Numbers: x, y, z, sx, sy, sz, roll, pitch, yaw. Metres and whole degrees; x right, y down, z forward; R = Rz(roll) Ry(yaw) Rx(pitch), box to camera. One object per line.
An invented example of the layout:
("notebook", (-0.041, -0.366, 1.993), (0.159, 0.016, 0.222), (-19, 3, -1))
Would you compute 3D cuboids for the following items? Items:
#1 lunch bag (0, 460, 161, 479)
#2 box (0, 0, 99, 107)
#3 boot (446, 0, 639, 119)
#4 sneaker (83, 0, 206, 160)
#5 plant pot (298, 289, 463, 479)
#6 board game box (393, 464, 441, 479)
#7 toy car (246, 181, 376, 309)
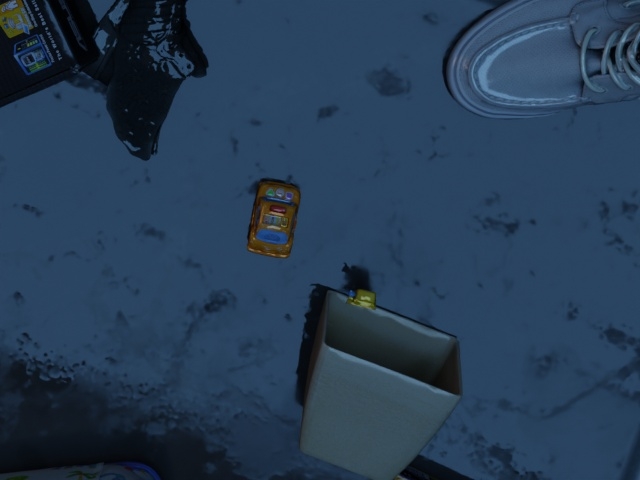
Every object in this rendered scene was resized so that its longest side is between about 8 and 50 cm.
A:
("lunch bag", (-0.217, 0.264, 1.492), (0.219, 0.090, 0.176), (-8, 99, 0))
("box", (-0.311, -0.204, 1.400), (0.216, 0.060, 0.270), (-21, 100, 13))
("boot", (0.220, -0.143, 1.416), (0.258, 0.123, 0.095), (-16, 100, 1))
("sneaker", (-0.114, -0.149, 1.443), (0.089, 0.051, 0.170), (35, 103, -6))
("plant pot", (0.037, 0.115, 1.471), (0.109, 0.109, 0.096), (21, 110, -5))
("board game box", (0.102, 0.268, 1.525), (0.170, 0.048, 0.141), (25, 97, -6))
("toy car", (0.000, 0.000, 1.468), (0.122, 0.040, 0.060), (28, 78, 0))
